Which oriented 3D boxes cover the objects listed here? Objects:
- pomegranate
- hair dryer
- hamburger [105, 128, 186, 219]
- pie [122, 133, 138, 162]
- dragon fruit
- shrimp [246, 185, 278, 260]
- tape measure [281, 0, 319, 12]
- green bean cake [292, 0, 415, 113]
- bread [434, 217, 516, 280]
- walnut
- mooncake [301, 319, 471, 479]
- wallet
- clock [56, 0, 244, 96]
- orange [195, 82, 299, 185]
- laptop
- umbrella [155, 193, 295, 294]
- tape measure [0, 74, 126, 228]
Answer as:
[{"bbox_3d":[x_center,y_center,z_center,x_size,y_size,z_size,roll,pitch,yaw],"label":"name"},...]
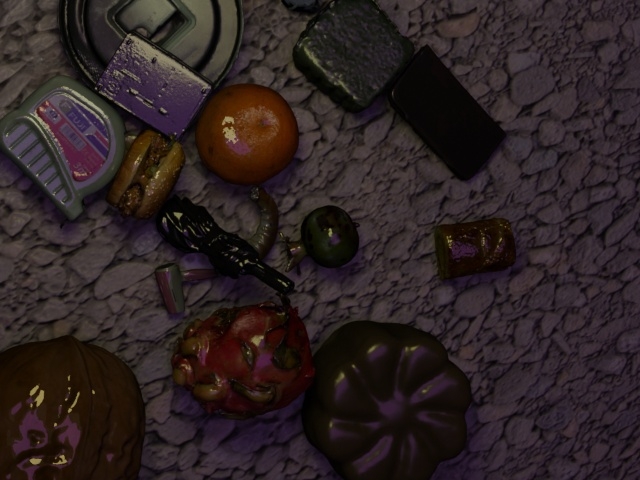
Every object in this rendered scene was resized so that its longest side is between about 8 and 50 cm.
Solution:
[{"bbox_3d":[0.003,-0.002,1.984,0.169,0.148,0.148,-18,96,24],"label":"pomegranate"},{"bbox_3d":[-0.273,0.088,1.952,0.154,0.054,0.106,-19,100,-18],"label":"hair dryer"},{"bbox_3d":[-0.355,-0.125,1.834,0.118,0.182,0.191,28,49,-2],"label":"hamburger"},{"bbox_3d":[-0.407,-0.187,1.927,0.084,0.020,0.084,0,92,-12],"label":"pie"},{"bbox_3d":[-0.167,0.251,1.876,0.291,0.269,0.250,-5,82,-18],"label":"dragon fruit"},{"bbox_3d":[-0.140,-0.028,1.935,0.161,0.049,0.166,-49,145,-34],"label":"shrimp"},{"bbox_3d":[-0.044,-0.550,2.000,0.094,0.054,0.091,13,81,-16],"label":"tape measure"},{"bbox_3d":[0.070,-0.423,1.995,0.227,0.125,0.222,43,83,-9],"label":"green bean cake"},{"bbox_3d":[0.357,0.018,2.081,0.172,0.103,0.132,-8,89,-12],"label":"bread"},{"bbox_3d":[-0.525,0.381,1.758,0.354,0.308,0.398,16,86,-47],"label":"walnut"},{"bbox_3d":[0.147,0.364,1.981,0.378,0.201,0.378,0,90,-13],"label":"mooncake"},{"bbox_3d":[0.288,-0.285,2.065,0.309,0.042,0.165,42,81,-25],"label":"wallet"},{"bbox_3d":[-0.350,-0.459,1.879,0.386,0.076,0.386,-1,99,-7],"label":"clock"},{"bbox_3d":[-0.156,-0.222,1.915,0.224,0.170,0.224,3,82,-21],"label":"orange"},{"bbox_3d":[-0.341,-0.316,1.849,0.207,0.026,0.154,33,94,-11],"label":"laptop"},{"bbox_3d":[-0.200,0.016,1.883,0.340,0.118,0.118,29,83,16],"label":"umbrella"},{"bbox_3d":[-0.519,-0.193,1.845,0.246,0.125,0.243,-43,103,-7],"label":"tape measure"}]
